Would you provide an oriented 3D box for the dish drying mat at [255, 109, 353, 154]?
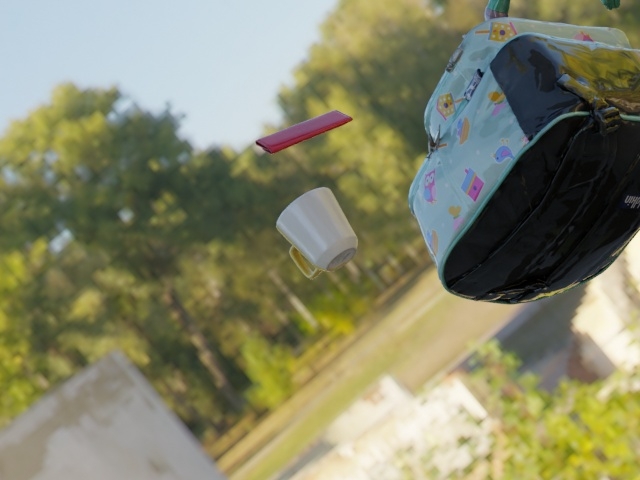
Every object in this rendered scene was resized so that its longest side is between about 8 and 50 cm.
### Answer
[{"bbox_3d":[-0.014,-0.095,1.442,0.083,0.008,0.032,-23,27,-22],"label":"dish drying mat"}]

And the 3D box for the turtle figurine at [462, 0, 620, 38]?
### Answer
[{"bbox_3d":[0.211,-0.287,1.724,0.234,0.118,0.175,5,55,33],"label":"turtle figurine"}]

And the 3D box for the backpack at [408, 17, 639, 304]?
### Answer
[{"bbox_3d":[0.145,-0.050,1.084,0.165,0.144,0.188,-1,-46,-33],"label":"backpack"}]

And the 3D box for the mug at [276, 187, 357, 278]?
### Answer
[{"bbox_3d":[0.003,-0.003,1.531,0.062,0.064,0.078,-34,-22,-9],"label":"mug"}]
